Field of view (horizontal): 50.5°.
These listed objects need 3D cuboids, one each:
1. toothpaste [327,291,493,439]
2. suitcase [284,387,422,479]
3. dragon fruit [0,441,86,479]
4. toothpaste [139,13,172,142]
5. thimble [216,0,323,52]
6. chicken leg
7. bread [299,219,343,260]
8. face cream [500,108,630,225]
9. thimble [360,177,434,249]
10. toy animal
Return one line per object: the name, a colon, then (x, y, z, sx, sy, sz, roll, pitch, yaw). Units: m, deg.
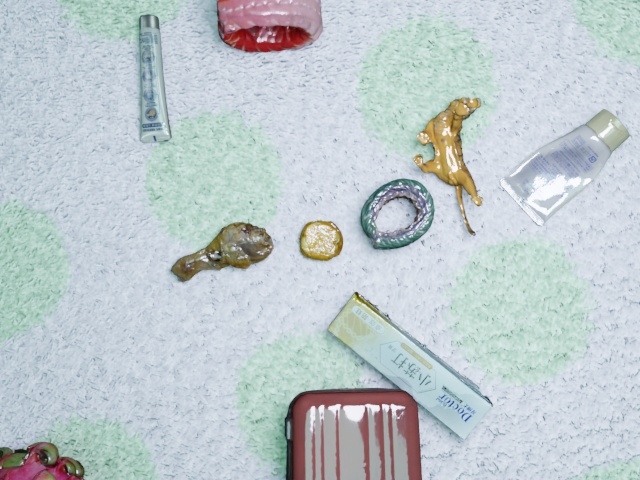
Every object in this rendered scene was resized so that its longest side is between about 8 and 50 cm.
toothpaste: (0.160, 0.222, 1.221, 0.313, 0.071, 0.089, 38, 93, 3)
suitcase: (0.058, 0.401, 1.143, 0.236, 0.161, 0.297, 0, 76, -4)
dragon fruit: (-0.501, 0.448, 1.174, 0.198, 0.273, 0.219, -2, 111, -29)
toothpaste: (-0.318, -0.305, 1.285, 0.062, 0.039, 0.239, -4, 88, 6)
thimble: (-0.092, -0.418, 1.221, 0.189, 0.163, 0.125, -2, 85, -5)
chicken leg: (-0.184, 0.023, 1.252, 0.197, 0.069, 0.085, -22, 110, 7)
bread: (0.000, 0.000, 1.250, 0.083, 0.046, 0.081, -27, 91, -1)
face cream: (0.450, -0.140, 1.242, 0.224, 0.070, 0.114, -42, 85, 12)
thimble: (0.138, -0.048, 1.226, 0.135, 0.090, 0.119, -25, 83, 3)
toy animal: (0.242, -0.132, 1.235, 0.114, 0.116, 0.255, -7, 92, 25)
